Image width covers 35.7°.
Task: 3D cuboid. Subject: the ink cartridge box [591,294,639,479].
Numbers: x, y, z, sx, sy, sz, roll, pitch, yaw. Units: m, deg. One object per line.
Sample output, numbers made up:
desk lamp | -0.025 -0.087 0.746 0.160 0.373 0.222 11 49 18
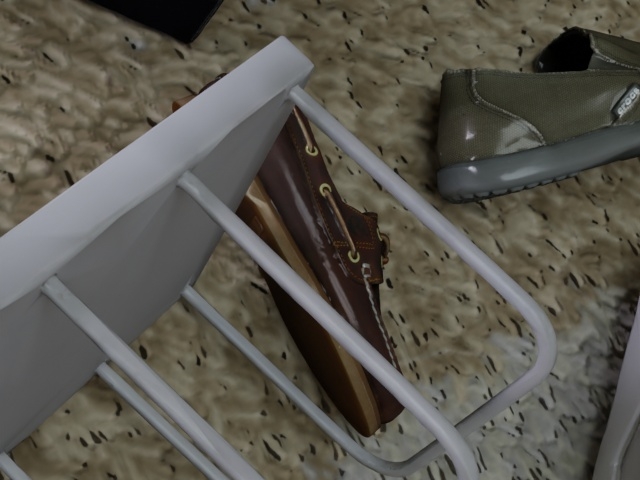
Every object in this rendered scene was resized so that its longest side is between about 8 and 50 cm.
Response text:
ink cartridge box | 0.363 0.184 0.548 0.395 0.166 0.285 17 82 -10

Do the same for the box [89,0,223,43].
box | -0.047 -0.304 0.417 0.179 0.343 0.312 22 74 -16

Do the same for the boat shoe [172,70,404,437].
boat shoe | 0.000 0.000 0.529 0.073 0.073 0.207 -28 92 -19

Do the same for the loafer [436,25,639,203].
loafer | 0.179 -0.092 0.596 0.251 0.094 0.087 -16 92 -21

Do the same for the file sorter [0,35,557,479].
file sorter | -0.066 0.099 0.373 0.173 0.193 0.278 42 53 4
